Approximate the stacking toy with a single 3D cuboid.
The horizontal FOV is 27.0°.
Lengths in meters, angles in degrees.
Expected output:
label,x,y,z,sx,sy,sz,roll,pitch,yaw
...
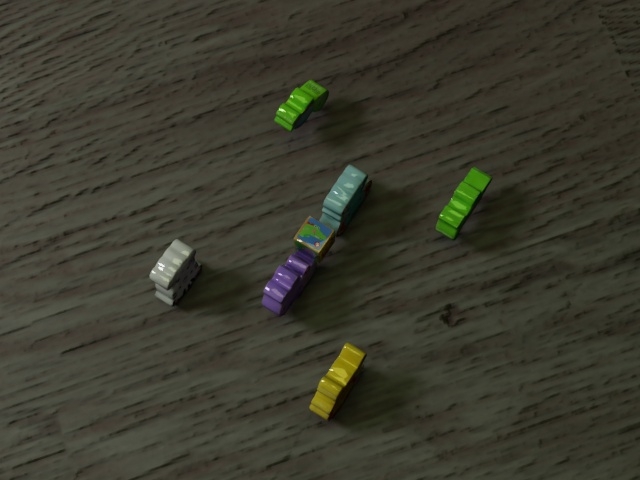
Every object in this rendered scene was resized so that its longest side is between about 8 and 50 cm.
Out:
label,x,y,z,sx,sy,sz,roll,pitch,yaw
stacking toy,0.000,0.000,0.996,0.167,0.052,0.221,32,72,13
